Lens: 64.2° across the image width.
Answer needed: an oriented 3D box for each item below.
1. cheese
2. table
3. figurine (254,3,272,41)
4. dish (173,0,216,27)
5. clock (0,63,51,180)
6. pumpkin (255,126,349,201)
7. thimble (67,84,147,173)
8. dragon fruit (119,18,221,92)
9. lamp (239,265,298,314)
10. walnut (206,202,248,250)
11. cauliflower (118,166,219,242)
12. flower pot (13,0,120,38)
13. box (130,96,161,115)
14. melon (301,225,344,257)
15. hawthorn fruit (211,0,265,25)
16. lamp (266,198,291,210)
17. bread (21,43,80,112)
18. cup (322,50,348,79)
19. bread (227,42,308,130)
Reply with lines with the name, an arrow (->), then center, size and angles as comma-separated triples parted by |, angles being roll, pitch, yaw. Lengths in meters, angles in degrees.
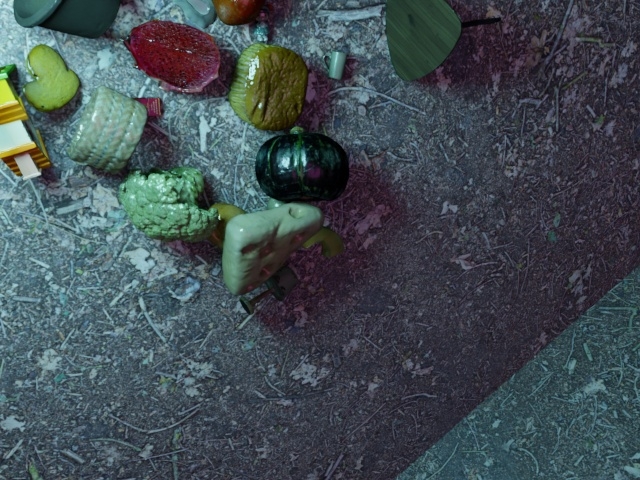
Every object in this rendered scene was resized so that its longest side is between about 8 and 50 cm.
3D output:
cheese -> -0.165, 0.031, 1.643 | 0.351, 0.129, 0.328 | -17, 144, -41
table -> 0.395, -0.708, 1.714 | 0.249, 0.317, 0.317 | -28, 123, -30
figurine -> -0.171, -0.652, 1.529 | 0.060, 0.047, 0.106 | -4, 119, -8
dish -> -0.350, -0.665, 1.434 | 0.137, 0.039, 0.091 | 25, 99, -35
clock -> -0.768, -0.293, 1.279 | 0.106, 0.220, 0.255 | -22, 121, -15
pumpkin -> -0.058, -0.242, 1.634 | 0.315, 0.315, 0.239 | -2, 96, -26
thimble -> -0.575, -0.293, 1.388 | 0.148, 0.196, 0.229 | 22, 115, -32
dragon fruit -> -0.409, -0.513, 1.437 | 0.274, 0.126, 0.161 | 13, 142, -11
lamp -> -0.187, 0.180, 1.853 | 0.214, 0.121, 0.121 | -32, 124, -24
walnut -> -0.298, -0.041, 1.674 | 0.159, 0.159, 0.206 | -52, 133, 2
cauliflower -> -0.451, -0.125, 1.541 | 0.275, 0.272, 0.250 | 59, 41, -34
flower pot -> -0.599, -0.602, 1.238 | 0.269, 0.269, 0.166 | -58, 147, 7
box -> -0.510, -0.390, 1.487 | 0.082, 0.023, 0.052 | -9, 115, -24
melon -> 0.000, 0.000, 1.908 | 0.209, 0.064, 0.118 | 36, 92, -37
hawthorn fruit -> -0.213, -0.676, 1.399 | 0.162, 0.203, 0.163 | -7, 106, -26
lamp -> -0.170, -0.085, 1.775 | 0.163, 0.091, 0.091 | -43, 126, 16
bread -> -0.714, -0.412, 1.309 | 0.065, 0.188, 0.149 | -3, 132, 23
cup -> 0.047, -0.576, 1.673 | 0.074, 0.054, 0.083 | 1, 114, -29
bread -> -0.159, -0.469, 1.565 | 0.227, 0.142, 0.254 | 4, 109, -37
